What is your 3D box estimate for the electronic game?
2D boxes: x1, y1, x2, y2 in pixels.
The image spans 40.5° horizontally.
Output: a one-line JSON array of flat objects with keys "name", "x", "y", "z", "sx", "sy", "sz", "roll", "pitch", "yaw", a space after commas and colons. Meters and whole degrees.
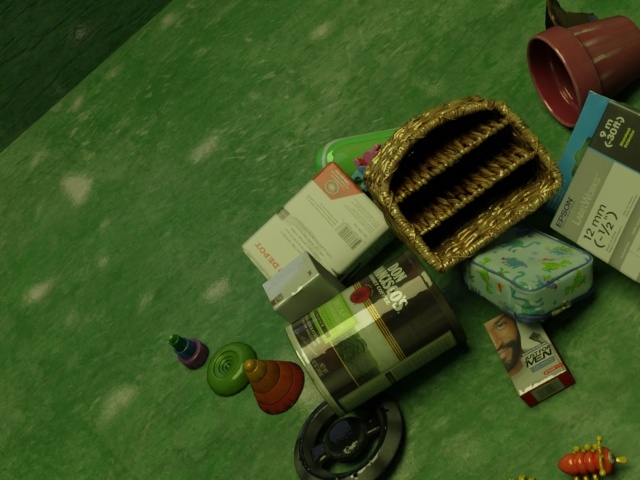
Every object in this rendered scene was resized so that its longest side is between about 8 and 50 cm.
[{"name": "electronic game", "x": 0.051, "y": 0.376, "z": 1.631, "sx": 0.229, "sy": 0.048, "sz": 0.229, "roll": -21, "pitch": 40, "yaw": 19}]

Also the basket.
[{"name": "basket", "x": 0.251, "y": -0.125, "z": 1.597, "sx": 0.299, "sy": 0.213, "sz": 0.223, "roll": -34, "pitch": 23, "yaw": -2}]

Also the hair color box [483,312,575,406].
[{"name": "hair color box", "x": 0.365, "y": 0.197, "z": 1.527, "sx": 0.093, "sy": 0.053, "sz": 0.167, "roll": -33, "pitch": 42, "yaw": 12}]

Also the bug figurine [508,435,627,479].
[{"name": "bug figurine", "x": 0.374, "y": 0.438, "z": 1.320, "sx": 0.216, "sy": 0.072, "sz": 0.279, "roll": -20, "pitch": 49, "yaw": 25}]

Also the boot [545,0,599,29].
[{"name": "boot", "x": 0.554, "y": -0.465, "z": 1.897, "sx": 0.106, "sy": 0.082, "sz": 0.219, "roll": -6, "pitch": 48, "yaw": 8}]

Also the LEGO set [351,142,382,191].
[{"name": "LEGO set", "x": 0.156, "y": -0.121, "z": 1.812, "sx": 0.227, "sy": 0.087, "sz": 0.093, "roll": 46, "pitch": 121, "yaw": 16}]

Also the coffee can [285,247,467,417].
[{"name": "coffee can", "x": 0.103, "y": 0.171, "z": 1.610, "sx": 0.275, "sy": 0.201, "sz": 0.201, "roll": -33, "pitch": 43, "yaw": 1}]

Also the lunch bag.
[{"name": "lunch bag", "x": 0.370, "y": 0.054, "z": 1.557, "sx": 0.176, "sy": 0.090, "sz": 0.219, "roll": -24, "pitch": 30, "yaw": -23}]

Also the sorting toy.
[{"name": "sorting toy", "x": -0.206, "y": 0.259, "z": 1.862, "sx": 0.365, "sy": 0.126, "sz": 0.127, "roll": 12, "pitch": 66, "yaw": 41}]

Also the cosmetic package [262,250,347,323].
[{"name": "cosmetic package", "x": 0.001, "y": 0.131, "z": 1.724, "sx": 0.117, "sy": 0.231, "sz": 0.085, "roll": -38, "pitch": 43, "yaw": 7}]

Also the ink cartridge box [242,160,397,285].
[{"name": "ink cartridge box", "x": 0.000, "y": 0.000, "z": 1.859, "sx": 0.273, "sy": 0.114, "sz": 0.197, "roll": -42, "pitch": 73, "yaw": 2}]

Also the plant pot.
[{"name": "plant pot", "x": 0.540, "y": -0.353, "z": 1.731, "sx": 0.180, "sy": 0.201, "sz": 0.201, "roll": -27, "pitch": 43, "yaw": -4}]

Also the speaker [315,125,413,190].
[{"name": "speaker", "x": 0.139, "y": -0.183, "z": 1.939, "sx": 0.297, "sy": 0.131, "sz": 0.131, "roll": -7, "pitch": 55, "yaw": 34}]

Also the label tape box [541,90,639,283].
[{"name": "label tape box", "x": 0.524, "y": -0.100, "z": 1.516, "sx": 0.348, "sy": 0.115, "sz": 0.249, "roll": 41, "pitch": 117, "yaw": 45}]
